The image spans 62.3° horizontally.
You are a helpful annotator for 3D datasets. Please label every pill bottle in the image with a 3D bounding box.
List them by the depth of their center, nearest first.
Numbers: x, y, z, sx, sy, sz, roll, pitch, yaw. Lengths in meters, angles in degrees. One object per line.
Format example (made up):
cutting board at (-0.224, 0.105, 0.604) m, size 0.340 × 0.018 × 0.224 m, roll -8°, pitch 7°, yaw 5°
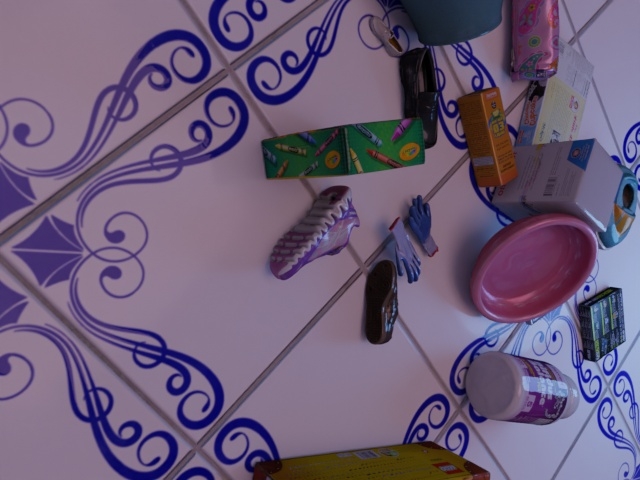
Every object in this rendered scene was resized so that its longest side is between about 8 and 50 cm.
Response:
pill bottle at (0.537, 0.391, 1.382) m, size 0.301 × 0.169 × 0.169 m, roll 17°, pitch 84°, yaw -33°

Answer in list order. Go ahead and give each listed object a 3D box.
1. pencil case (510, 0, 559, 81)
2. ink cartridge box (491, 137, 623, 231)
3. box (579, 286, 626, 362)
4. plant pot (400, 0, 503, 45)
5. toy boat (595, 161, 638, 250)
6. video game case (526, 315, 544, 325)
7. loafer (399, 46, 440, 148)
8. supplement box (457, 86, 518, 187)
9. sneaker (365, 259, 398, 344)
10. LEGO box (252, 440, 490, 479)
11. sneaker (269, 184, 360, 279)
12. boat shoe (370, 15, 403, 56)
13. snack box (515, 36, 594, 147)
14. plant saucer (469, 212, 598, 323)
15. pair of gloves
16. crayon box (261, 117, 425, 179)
pencil case at (0.542, -0.550, 1.350) m, size 0.124 × 0.124 × 0.284 m, roll -6°, pitch 98°, yaw -32°
ink cartridge box at (0.597, -0.135, 1.346) m, size 0.168 × 0.232 × 0.171 m, roll 30°, pitch 77°, yaw -33°
box at (0.896, 0.264, 1.679) m, size 0.184 × 0.045 × 0.191 m, roll -19°, pitch 104°, yaw -28°
plant pot at (0.273, -0.561, 1.104) m, size 0.271 × 0.271 × 0.255 m, roll -37°, pitch 125°, yaw -25°
toy boat at (0.831, -0.109, 1.548) m, size 0.318 × 0.148 × 0.268 m, roll 8°, pitch 89°, yaw -33°
video game case at (0.621, 0.117, 1.489) m, size 0.173 × 0.022 × 0.190 m, roll -24°, pitch 107°, yaw -29°
loafer at (0.231, -0.317, 1.189) m, size 0.076 × 0.078 × 0.223 m, roll -17°, pitch 102°, yaw -30°
supplement box at (0.415, -0.254, 1.314) m, size 0.078 × 0.080 × 0.233 m, roll -28°, pitch 106°, yaw -30°
sneaker at (0.142, 0.137, 1.185) m, size 0.071 × 0.066 × 0.188 m, roll 10°, pitch 90°, yaw -53°
LEGO box at (0.096, 0.654, 1.102) m, size 0.500 × 0.193 × 0.373 m, roll 7°, pitch 89°, yaw -33°
sneaker at (0.000, 0.000, 1.060) m, size 0.236 × 0.095 × 0.104 m, roll -48°, pitch 124°, yaw -22°
boat shoe at (0.147, -0.446, 1.151) m, size 0.035 × 0.035 × 0.100 m, roll -48°, pitch 117°, yaw -20°
snack box at (0.651, -0.372, 1.466) m, size 0.187 × 0.060 × 0.322 m, roll 20°, pitch 83°, yaw -32°
plant saucer at (0.521, 0.063, 1.325) m, size 0.332 × 0.084 × 0.332 m, roll -8°, pitch 128°, yaw -11°
pair of gloves at (0.216, -0.002, 1.205) m, size 0.198 × 0.023 × 0.159 m, roll -47°, pitch 121°, yaw -41°
crayon box at (0.031, -0.161, 0.953) m, size 0.165 × 0.278 × 0.081 m, roll -13°, pitch 101°, yaw -32°
